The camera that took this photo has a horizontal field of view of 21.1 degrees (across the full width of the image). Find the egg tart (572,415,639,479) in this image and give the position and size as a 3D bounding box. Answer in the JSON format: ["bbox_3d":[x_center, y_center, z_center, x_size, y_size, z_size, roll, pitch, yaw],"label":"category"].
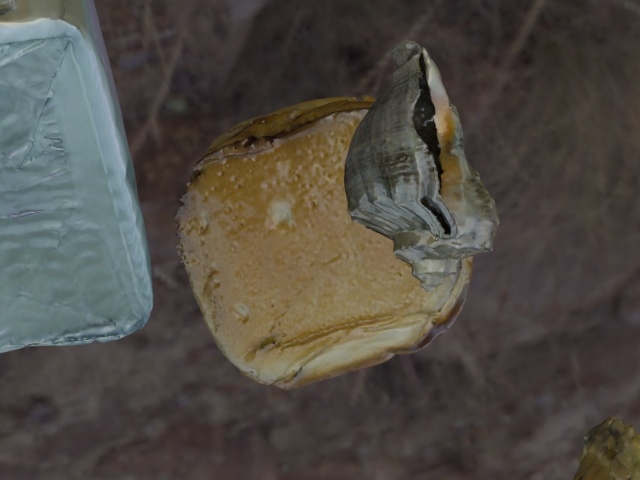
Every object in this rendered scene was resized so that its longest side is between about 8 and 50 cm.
[{"bbox_3d":[0.296,0.344,1.649,0.150,0.352,0.352,-17,150,-2],"label":"egg tart"}]

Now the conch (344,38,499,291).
[{"bbox_3d":[0.085,-0.062,1.376,0.130,0.207,0.155,1,177,-14],"label":"conch"}]

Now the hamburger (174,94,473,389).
[{"bbox_3d":[0.005,-0.005,1.833,0.305,0.284,0.174,-15,-166,6],"label":"hamburger"}]

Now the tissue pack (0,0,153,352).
[{"bbox_3d":[-0.291,-0.147,1.541,0.205,0.405,0.331,-12,129,-8],"label":"tissue pack"}]
